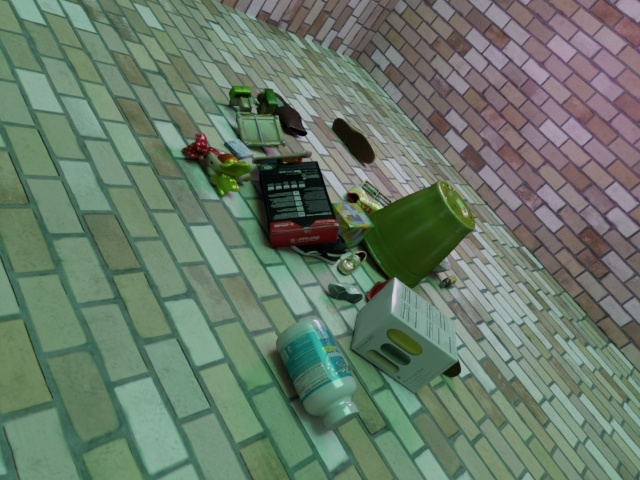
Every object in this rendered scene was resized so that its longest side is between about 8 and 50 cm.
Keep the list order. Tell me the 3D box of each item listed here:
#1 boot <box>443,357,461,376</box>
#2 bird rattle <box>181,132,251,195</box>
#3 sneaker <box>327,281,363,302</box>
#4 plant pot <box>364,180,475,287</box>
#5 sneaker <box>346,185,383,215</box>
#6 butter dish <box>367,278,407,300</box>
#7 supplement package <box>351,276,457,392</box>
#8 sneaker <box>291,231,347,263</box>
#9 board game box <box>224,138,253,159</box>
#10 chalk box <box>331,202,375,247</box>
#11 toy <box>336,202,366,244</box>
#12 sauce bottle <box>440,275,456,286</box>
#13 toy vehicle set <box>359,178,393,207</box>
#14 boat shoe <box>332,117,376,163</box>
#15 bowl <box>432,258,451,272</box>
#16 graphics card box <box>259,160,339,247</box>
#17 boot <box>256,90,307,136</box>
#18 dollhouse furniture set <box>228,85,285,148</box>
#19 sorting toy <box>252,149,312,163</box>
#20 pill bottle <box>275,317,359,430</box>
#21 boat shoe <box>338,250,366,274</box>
[{"bbox_3d":[0.433,0.377,1.785,0.213,0.077,0.165,53,14,-12],"label":"boot"},{"bbox_3d":[-0.355,-0.267,1.733,0.253,0.143,0.207,38,16,20],"label":"bird rattle"},{"bbox_3d":[0.078,0.170,1.687,0.152,0.054,0.061,24,25,-38],"label":"sneaker"},{"bbox_3d":[0.421,-0.051,2.006,0.366,0.353,0.367,35,33,-28],"label":"plant pot"},{"bbox_3d":[0.196,-0.160,2.231,0.208,0.081,0.094,42,35,16],"label":"sneaker"},{"bbox_3d":[0.273,0.202,1.793,0.160,0.118,0.160,43,29,5],"label":"butter dish"},{"bbox_3d":[0.269,0.303,1.574,0.262,0.199,0.198,36,30,-9],"label":"supplement package"},{"bbox_3d":[0.000,0.000,1.741,0.216,0.121,0.079,21,35,-32],"label":"sneaker"},{"bbox_3d":[-0.323,-0.362,1.945,0.090,0.020,0.090,45,31,7],"label":"board game box"},{"bbox_3d":[0.109,-0.058,1.927,0.213,0.132,0.132,-5,52,-48],"label":"chalk box"},{"bbox_3d":[0.167,-0.083,2.107,0.136,0.056,0.237,17,38,-36],"label":"toy"},{"bbox_3d":[0.582,0.190,2.241,0.128,0.042,0.042,-13,59,-52],"label":"sauce bottle"},{"bbox_3d":[0.293,-0.180,2.397,0.267,0.035,0.166,40,30,-2],"label":"toy vehicle set"},{"bbox_3d":[0.207,-0.554,2.703,0.110,0.122,0.341,-7,54,-52],"label":"boat shoe"},{"bbox_3d":[0.509,0.091,2.235,0.170,0.080,0.170,38,24,-20],"label":"bowl"},{"bbox_3d":[-0.088,-0.138,1.755,0.232,0.094,0.371,-6,47,-11],"label":"graphics card box"},{"bbox_3d":[-0.180,-0.611,2.364,0.248,0.090,0.207,16,36,-42],"label":"boot"},{"bbox_3d":[-0.285,-0.499,2.127,0.197,0.151,0.302,-5,68,-26],"label":"dollhouse furniture set"},{"bbox_3d":[-0.144,-0.315,1.905,0.193,0.208,0.038,-43,126,-79],"label":"sorting toy"},{"bbox_3d":[-0.002,0.344,1.265,0.146,0.146,0.264,4,47,-46],"label":"pill bottle"},{"bbox_3d":[0.123,0.076,1.843,0.063,0.059,0.170,46,30,8],"label":"boat shoe"}]
